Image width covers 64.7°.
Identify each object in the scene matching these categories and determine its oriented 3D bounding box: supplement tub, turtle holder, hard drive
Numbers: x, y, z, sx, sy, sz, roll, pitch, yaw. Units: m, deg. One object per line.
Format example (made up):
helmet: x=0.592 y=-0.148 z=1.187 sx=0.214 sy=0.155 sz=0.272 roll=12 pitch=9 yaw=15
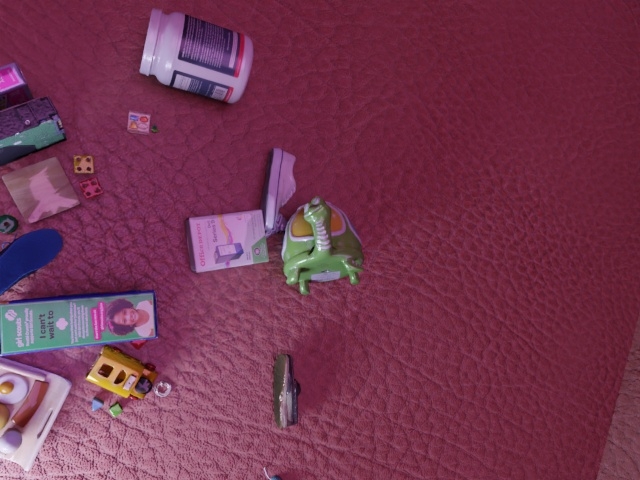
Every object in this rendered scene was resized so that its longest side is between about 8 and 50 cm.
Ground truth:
supplement tub: x=-0.335 y=-0.499 z=1.375 sx=0.272 sy=0.191 sz=0.191 roll=12 pitch=83 yaw=-23
turtle holder: x=-0.013 y=0.007 z=1.446 sx=0.320 sy=0.243 sz=0.228 roll=25 pitch=51 yaw=-57
hard drive: x=-0.766 y=-0.215 z=1.155 sx=0.338 sy=0.237 sz=0.064 roll=-29 pitch=99 yaw=-21

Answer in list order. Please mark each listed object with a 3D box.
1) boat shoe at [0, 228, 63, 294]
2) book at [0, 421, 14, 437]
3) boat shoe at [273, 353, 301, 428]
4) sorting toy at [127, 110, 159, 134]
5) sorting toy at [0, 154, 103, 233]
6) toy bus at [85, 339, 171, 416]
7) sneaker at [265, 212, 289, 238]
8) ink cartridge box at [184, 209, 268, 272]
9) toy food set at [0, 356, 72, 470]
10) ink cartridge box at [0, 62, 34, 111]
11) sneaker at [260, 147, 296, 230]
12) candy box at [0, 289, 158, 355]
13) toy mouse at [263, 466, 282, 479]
boat shoe: x=-0.745 y=0.051 z=1.209 sx=0.258 sy=0.089 sz=0.109 roll=-48 pitch=120 yaw=-50
book: x=-0.831 y=0.464 z=1.212 sx=0.144 sy=0.035 sz=0.096 roll=27 pitch=77 yaw=-21
boat shoe: x=-0.095 y=0.445 z=1.507 sx=0.073 sy=0.080 sz=0.224 roll=1 pitch=93 yaw=-29
sorting toy: x=-0.489 y=-0.325 z=1.399 sx=0.083 sy=0.012 sz=0.062 roll=5 pitch=86 yaw=-23
sorting toy: x=-0.696 y=-0.129 z=1.284 sx=0.274 sy=0.046 sz=0.132 roll=-28 pitch=99 yaw=-21
toy bus: x=-0.504 y=0.357 z=1.316 sx=0.202 sy=0.104 sz=0.191 roll=-16 pitch=95 yaw=-23
sneaker: x=-0.128 y=-0.028 z=1.529 sx=0.069 sy=0.038 sz=0.098 roll=38 pitch=75 yaw=-17
ink cartridge box: x=-0.267 y=0.001 z=1.439 sx=0.212 sy=0.093 sz=0.155 roll=-7 pitch=91 yaw=-22
toy food set: x=-0.781 y=0.387 z=1.172 sx=0.306 sy=0.092 sz=0.220 roll=29 pitch=75 yaw=-26
ink cartridge box: x=-0.829 y=-0.302 z=1.158 sx=0.311 sy=0.185 sz=0.065 roll=-28 pitch=101 yaw=-21
sneaker: x=-0.118 y=-0.150 z=1.500 sx=0.091 sy=0.094 sz=0.258 roll=12 pitch=77 yaw=-20
candy box: x=-0.565 y=0.187 z=1.208 sx=0.317 sy=0.268 sz=0.122 roll=-5 pitch=86 yaw=-23
toy mouse: x=-0.154 y=0.744 z=1.490 sx=0.160 sy=0.031 sz=0.143 roll=-2 pitch=89 yaw=-23
